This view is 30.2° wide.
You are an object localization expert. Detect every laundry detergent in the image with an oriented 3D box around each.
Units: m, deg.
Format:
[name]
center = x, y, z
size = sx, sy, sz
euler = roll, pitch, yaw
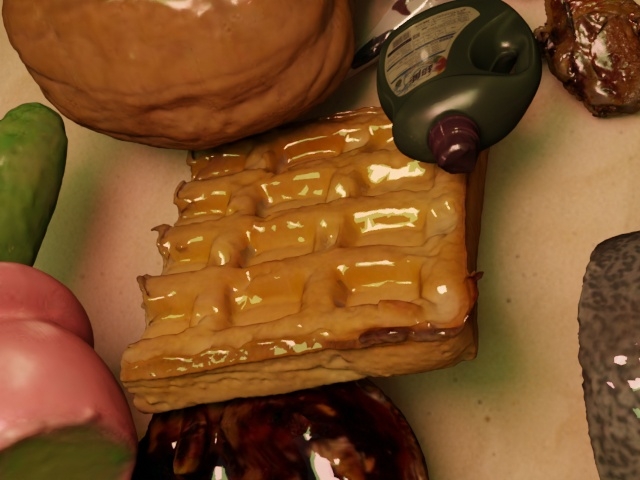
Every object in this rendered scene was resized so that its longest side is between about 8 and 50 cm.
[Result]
[laundry detergent]
center = 0.119, -0.127, 0.997
size = 0.144, 0.078, 0.222
euler = -20, 31, 11

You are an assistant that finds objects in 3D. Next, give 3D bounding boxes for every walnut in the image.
[walnut]
center = -0.132, -0.233, 1.094
size = 0.344, 0.306, 0.306
euler = 2, 79, 20

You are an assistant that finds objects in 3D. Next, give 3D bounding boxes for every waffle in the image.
[waffle]
center = 0.000, -0.001, 1.010
size = 0.304, 0.077, 0.348
euler = -9, 35, 16

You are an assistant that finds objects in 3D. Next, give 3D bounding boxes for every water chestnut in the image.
[water chestnut]
center = -0.047, 0.230, 0.969
size = 0.300, 0.300, 0.300
euler = -4, 77, 19

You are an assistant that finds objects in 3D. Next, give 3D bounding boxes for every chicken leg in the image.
[chicken leg]
center = 0.232, -0.201, 1.045
size = 0.125, 0.080, 0.196
euler = -41, 91, 25

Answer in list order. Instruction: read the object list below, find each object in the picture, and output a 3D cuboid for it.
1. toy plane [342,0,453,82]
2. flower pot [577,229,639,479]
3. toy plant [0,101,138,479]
[toy plane]
center = 0.098, -0.221, 1.121
size = 0.234, 0.082, 0.160
euler = -36, 96, 30
[flower pot]
center = 0.365, 0.102, 0.861
size = 0.282, 0.299, 0.299
euler = -12, 74, 30
[toy plant]
center = -0.280, 0.081, 1.001
size = 0.317, 0.210, 0.356
euler = -40, 45, -2
